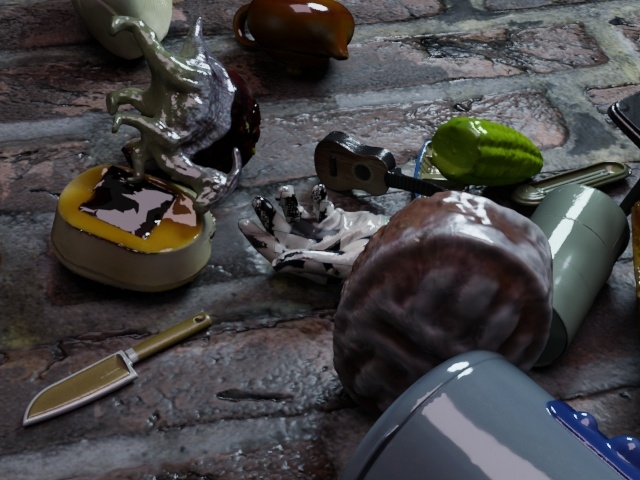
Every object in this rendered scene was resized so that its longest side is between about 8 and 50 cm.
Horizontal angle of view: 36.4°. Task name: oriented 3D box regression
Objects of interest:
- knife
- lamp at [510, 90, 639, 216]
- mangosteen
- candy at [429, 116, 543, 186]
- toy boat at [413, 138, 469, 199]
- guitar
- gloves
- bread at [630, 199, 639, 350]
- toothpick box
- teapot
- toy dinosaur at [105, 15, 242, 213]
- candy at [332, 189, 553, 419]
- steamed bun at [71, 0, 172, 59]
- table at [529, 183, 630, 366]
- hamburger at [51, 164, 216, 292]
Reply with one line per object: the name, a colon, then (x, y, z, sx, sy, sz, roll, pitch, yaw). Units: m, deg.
knife: (-0.233, 0.147, 1.140, 0.256, 0.022, 0.046, -26, 55, -28)
lamp: (0.419, -0.106, 1.316, 0.203, 0.283, 0.124, -26, 78, -29)
mangosteen: (-0.174, -0.169, 1.379, 0.184, 0.172, 0.172, 14, 44, 22)
candy: (0.246, -0.120, 1.371, 0.209, 0.097, 0.097, 4, 34, -45)
toy boat: (0.169, -0.063, 1.373, 0.080, 0.046, 0.229, 6, 44, 1)
guitar: (0.111, -0.085, 1.336, 0.271, 0.084, 0.038, 18, 43, 30)
gloves: (0.000, 0.002, 1.253, 0.212, 0.111, 0.127, 7, 67, -1)
bread: (0.440, 0.083, 1.155, 0.132, 0.167, 0.294, -8, 41, 22)
toothpick box: (0.213, 0.279, 0.862, 0.263, 0.263, 0.354, -29, 54, -30)
teapot: (-0.053, -0.339, 1.605, 0.252, 0.135, 0.178, 14, 6, 37)
toy dinosaur: (-0.189, -0.168, 1.247, 0.162, 0.077, 0.294, 0, 76, -18)
candy: (0.129, 0.076, 1.056, 0.214, 0.289, 0.157, 27, 40, -5)
steamed bun: (-0.341, -0.407, 1.627, 0.152, 0.170, 0.239, -15, 39, 14)
table: (0.290, 0.039, 1.214, 0.126, 0.126, 0.220, 25, 47, 21)
hamburger: (-0.239, -0.014, 1.252, 0.210, 0.116, 0.173, 18, 53, 9)
